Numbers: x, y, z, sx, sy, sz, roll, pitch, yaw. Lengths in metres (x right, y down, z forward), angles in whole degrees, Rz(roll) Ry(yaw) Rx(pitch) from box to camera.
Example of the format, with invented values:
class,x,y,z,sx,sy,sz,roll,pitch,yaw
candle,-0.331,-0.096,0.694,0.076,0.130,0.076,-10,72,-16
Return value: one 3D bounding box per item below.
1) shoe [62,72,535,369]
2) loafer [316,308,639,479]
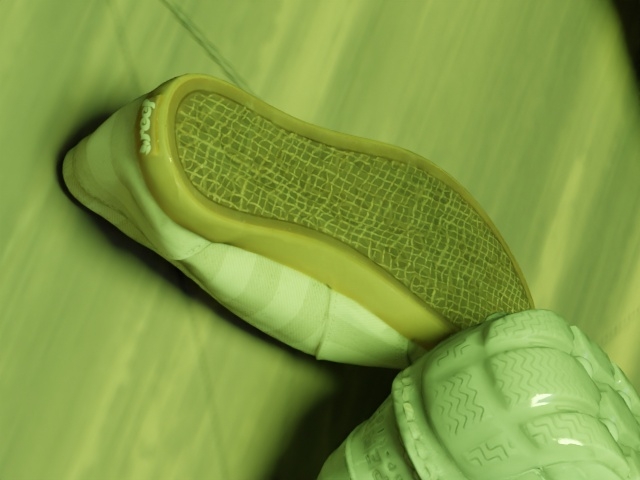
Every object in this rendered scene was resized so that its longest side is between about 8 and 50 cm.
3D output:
class,x,y,z,sx,sy,sz,roll,pitch,yaw
shoe,0.000,0.000,0.722,0.219,0.058,0.076,27,51,-41
loafer,0.111,0.130,0.786,0.319,0.111,0.112,43,24,-44
